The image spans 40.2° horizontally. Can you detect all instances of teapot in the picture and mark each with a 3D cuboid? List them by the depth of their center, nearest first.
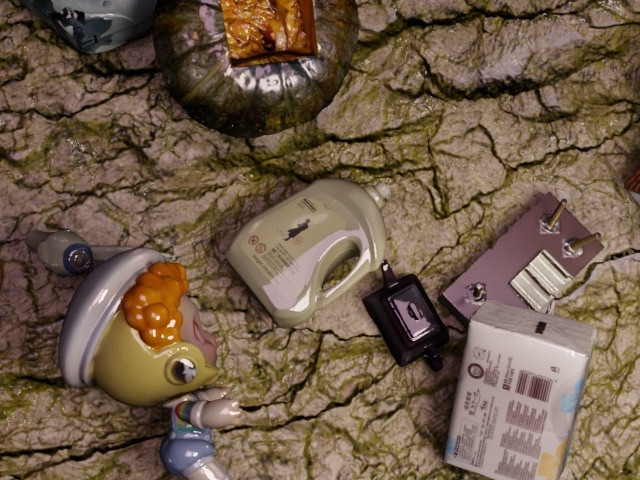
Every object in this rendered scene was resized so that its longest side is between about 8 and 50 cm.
[{"bbox_3d":[0.131,0.110,1.271,0.087,0.096,0.177,-26,79,-11],"label":"teapot"}]

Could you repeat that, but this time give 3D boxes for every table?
[{"bbox_3d":[0.307,0.041,1.296,0.240,0.111,0.121,-42,82,-14],"label":"table"}]

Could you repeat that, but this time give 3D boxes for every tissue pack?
[{"bbox_3d":[0.276,0.202,1.196,0.159,0.145,0.230,15,114,21],"label":"tissue pack"}]

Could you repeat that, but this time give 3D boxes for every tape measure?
[{"bbox_3d":[-0.352,-0.435,1.360,0.256,0.147,0.275,39,77,6],"label":"tape measure"}]

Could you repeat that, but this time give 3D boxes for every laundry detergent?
[{"bbox_3d":[0.000,0.000,1.278,0.253,0.091,0.181,-37,62,-9],"label":"laundry detergent"}]

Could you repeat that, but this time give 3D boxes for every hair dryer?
[{"bbox_3d":[-0.336,0.010,1.282,0.167,0.199,0.068,14,100,36],"label":"hair dryer"}]

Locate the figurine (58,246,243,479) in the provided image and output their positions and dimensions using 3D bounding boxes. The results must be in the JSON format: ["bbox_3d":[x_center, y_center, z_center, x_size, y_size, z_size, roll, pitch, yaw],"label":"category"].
[{"bbox_3d":[-0.211,0.203,1.155,0.205,0.224,0.382,-27,79,-7],"label":"figurine"}]

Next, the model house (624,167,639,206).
[{"bbox_3d":[0.601,-0.098,1.325,0.295,0.251,0.329,-49,58,8],"label":"model house"}]

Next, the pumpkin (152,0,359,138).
[{"bbox_3d":[-0.093,-0.308,1.293,0.320,0.192,0.321,-1,92,-18],"label":"pumpkin"}]

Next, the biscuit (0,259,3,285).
[{"bbox_3d":[-0.579,0.118,1.243,0.197,0.049,0.301,40,75,5],"label":"biscuit"}]
